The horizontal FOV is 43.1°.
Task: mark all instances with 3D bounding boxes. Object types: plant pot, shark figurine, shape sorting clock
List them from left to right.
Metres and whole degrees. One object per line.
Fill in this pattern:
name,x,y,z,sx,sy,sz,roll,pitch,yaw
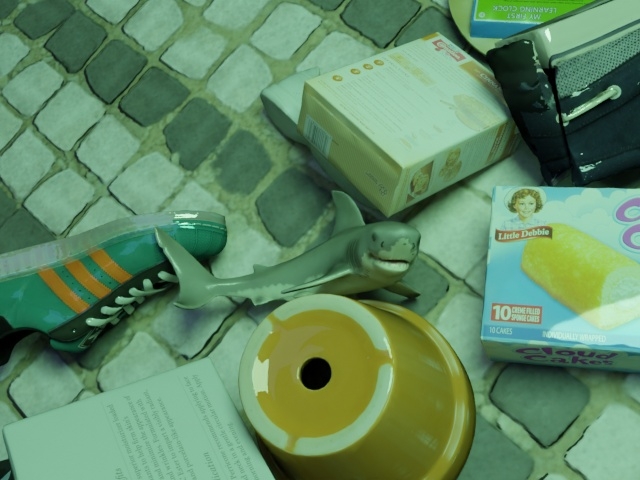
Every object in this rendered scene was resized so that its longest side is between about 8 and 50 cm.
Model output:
shark figurine,-0.012,0.007,0.794,0.278,0.166,0.116,-11,73,28
plant pot,0.022,0.134,0.704,0.205,0.188,0.205,-6,66,15
shape sorting clock,0.244,-0.278,0.889,0.206,0.040,0.206,-4,70,10

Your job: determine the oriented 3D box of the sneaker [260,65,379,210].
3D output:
sneaker,0.027,-0.124,0.879,0.094,0.080,0.212,-36,61,-13

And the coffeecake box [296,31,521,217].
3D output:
coffeecake box,0.094,-0.122,0.808,0.185,0.068,0.142,-27,58,-31

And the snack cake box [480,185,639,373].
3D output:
snack cake box,0.283,0.037,0.719,0.264,0.089,0.152,2,70,18

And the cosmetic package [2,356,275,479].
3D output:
cosmetic package,-0.148,0.224,0.681,0.184,0.151,0.151,-16,46,-22

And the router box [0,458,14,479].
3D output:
router box,-0.356,0.358,0.789,0.309,0.081,0.243,-17,64,10

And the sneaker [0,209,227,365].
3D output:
sneaker,-0.236,0.053,0.876,0.302,0.108,0.121,-16,80,7

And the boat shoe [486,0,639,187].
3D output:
boat shoe,0.330,-0.172,0.791,0.340,0.127,0.158,-24,101,-12
